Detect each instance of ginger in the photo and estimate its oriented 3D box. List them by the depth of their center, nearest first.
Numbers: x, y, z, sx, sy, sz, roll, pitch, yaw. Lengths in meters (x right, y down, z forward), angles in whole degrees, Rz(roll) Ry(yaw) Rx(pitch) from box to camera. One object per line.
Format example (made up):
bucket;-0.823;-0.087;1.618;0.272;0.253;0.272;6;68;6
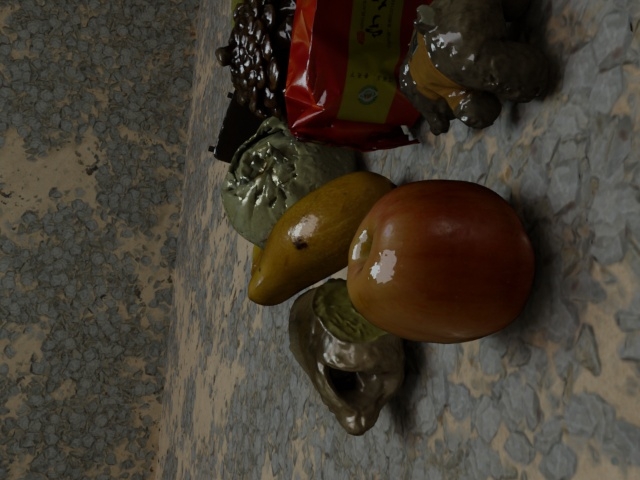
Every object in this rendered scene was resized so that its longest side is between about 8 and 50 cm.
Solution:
ginger;0.033;0.168;1.028;0.276;0.130;0.221;-110;26;-53

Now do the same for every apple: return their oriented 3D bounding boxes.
apple;0.119;0.024;0.746;0.199;0.199;0.199;-173;90;-70

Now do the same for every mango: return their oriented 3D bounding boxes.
mango;-0.002;-0.006;1.066;0.294;0.177;0.120;-32;88;36

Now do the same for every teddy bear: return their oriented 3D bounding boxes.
teddy bear;0.154;-0.206;0.805;0.190;0.140;0.177;124;145;-68

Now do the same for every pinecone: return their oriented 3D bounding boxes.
pinecone;-0.032;-0.293;1.135;0.224;0.272;0.225;180;90;-69

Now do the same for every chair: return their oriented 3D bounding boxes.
chair;-0.113;-0.214;1.468;0.160;0.186;0.319;-69;19;3

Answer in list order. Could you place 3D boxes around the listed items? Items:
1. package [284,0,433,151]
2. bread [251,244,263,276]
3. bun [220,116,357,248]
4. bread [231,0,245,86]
package;0.064;-0.331;0.990;0.123;0.195;0.424;-172;88;-73
bread;-0.068;0.003;1.400;0.246;0.101;0.095;122;154;-47
bun;-0.069;-0.111;1.226;0.259;0.152;0.260;-20;57;35
bread;-0.134;-0.495;1.375;0.362;0.244;0.233;50;139;22
